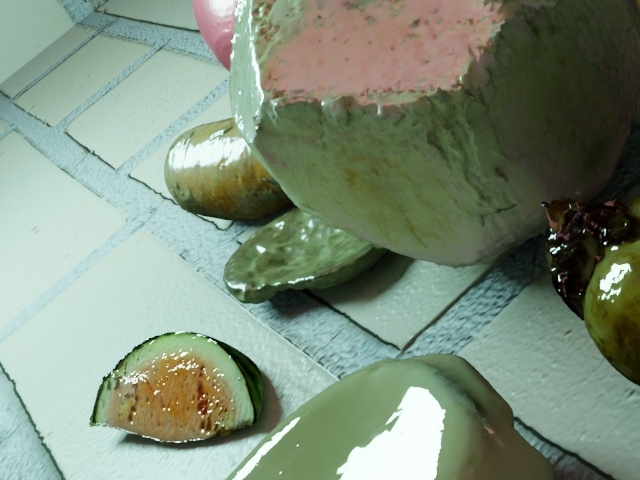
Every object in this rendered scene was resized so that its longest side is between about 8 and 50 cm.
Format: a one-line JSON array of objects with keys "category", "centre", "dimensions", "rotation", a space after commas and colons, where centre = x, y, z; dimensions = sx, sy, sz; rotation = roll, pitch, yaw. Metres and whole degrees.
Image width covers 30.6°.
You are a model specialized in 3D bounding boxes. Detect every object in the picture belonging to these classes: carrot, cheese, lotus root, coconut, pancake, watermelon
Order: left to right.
[{"category": "watermelon", "centre": [-0.142, 0.153, 1.200], "dimensions": [0.245, 0.063, 0.119], "rotation": [-7, 56, 37]}, {"category": "carrot", "centre": [-0.068, -0.095, 1.426], "dimensions": [0.302, 0.138, 0.138], "rotation": [-8, 37, 49]}, {"category": "pancake", "centre": [0.001, 0.001, 1.290], "dimensions": [0.236, 0.042, 0.222], "rotation": [-24, 21, 18]}, {"category": "cheese", "centre": [0.045, 0.197, 0.811], "dimensions": [0.233, 0.127, 0.266], "rotation": [-36, 24, 1]}, {"category": "coconut", "centre": [0.113, -0.164, 1.103], "dimensions": [0.405, 0.404, 0.404], "rotation": [-28, 27, 16]}, {"category": "lotus root", "centre": [0.288, 0.036, 0.770], "dimensions": [0.314, 0.141, 0.169], "rotation": [10, 54, 44]}]

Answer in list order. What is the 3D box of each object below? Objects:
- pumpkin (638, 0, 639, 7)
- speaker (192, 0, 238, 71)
[{"category": "pumpkin", "centre": [0.243, -0.315, 1.375], "dimensions": [0.312, 0.169, 0.148], "rotation": [-18, 33, 32]}, {"category": "speaker", "centre": [-0.030, -0.353, 1.669], "dimensions": [0.294, 0.294, 0.294], "rotation": [-28, 27, 16]}]
